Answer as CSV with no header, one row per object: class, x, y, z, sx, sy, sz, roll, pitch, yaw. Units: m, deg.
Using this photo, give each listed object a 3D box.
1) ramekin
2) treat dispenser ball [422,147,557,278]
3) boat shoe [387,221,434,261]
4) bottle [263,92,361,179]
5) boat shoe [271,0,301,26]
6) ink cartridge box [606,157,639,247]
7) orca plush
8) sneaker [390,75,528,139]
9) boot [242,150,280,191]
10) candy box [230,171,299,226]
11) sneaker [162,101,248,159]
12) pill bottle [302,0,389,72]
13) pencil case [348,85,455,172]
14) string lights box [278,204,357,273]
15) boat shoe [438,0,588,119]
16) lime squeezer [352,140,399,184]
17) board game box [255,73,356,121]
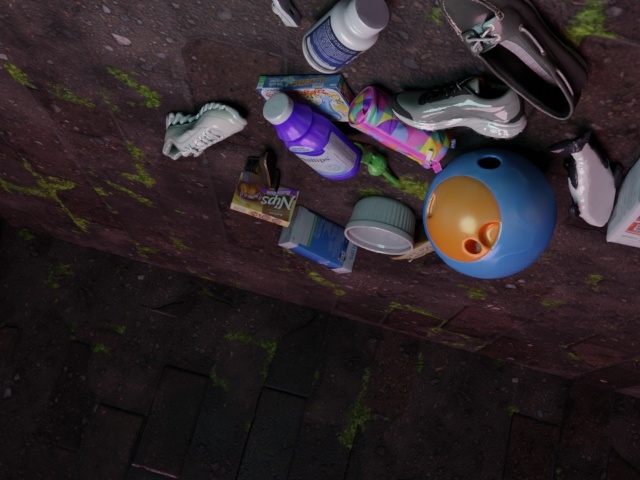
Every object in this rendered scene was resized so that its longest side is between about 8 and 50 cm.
ramekin,0.181,-0.047,2.000,0.207,0.109,0.207,14,161,5
treat dispenser ball,0.372,-0.059,1.512,0.288,0.288,0.288,14,162,5
boat shoe,0.305,0.006,2.058,0.089,0.105,0.285,20,159,-24
bottle,-0.019,-0.231,1.529,0.118,0.092,0.283,5,162,35
boat shoe,-0.071,-0.419,1.230,0.035,0.035,0.100,3,165,26
ink cartridge box,0.789,-0.069,1.390,0.309,0.130,0.272,13,160,8
orca plush,0.540,-0.137,1.452,0.287,0.151,0.102,29,-171,-43
sneaker,0.264,-0.272,1.319,0.271,0.100,0.108,10,137,27
boot,-0.177,-0.195,1.906,0.106,0.082,0.219,11,163,6
candy box,-0.168,-0.123,2.066,0.186,0.109,0.053,18,161,-6
sneaker,-0.297,-0.270,1.730,0.292,0.118,0.110,-4,151,44
pill bottle,0.045,-0.365,1.192,0.094,0.094,0.169,24,161,-23
pencil case,0.173,-0.238,1.459,0.236,0.105,0.104,25,160,-24
string lights box,0.000,0.000,2.248,0.259,0.133,0.076,27,158,-29
boat shoe,0.320,-0.311,1.118,0.335,0.096,0.112,25,160,-28
lime squeezer,0.099,-0.211,1.701,0.310,0.059,0.110,24,-167,-25
board game box,-0.023,-0.312,1.501,0.201,0.035,0.136,6,160,28
